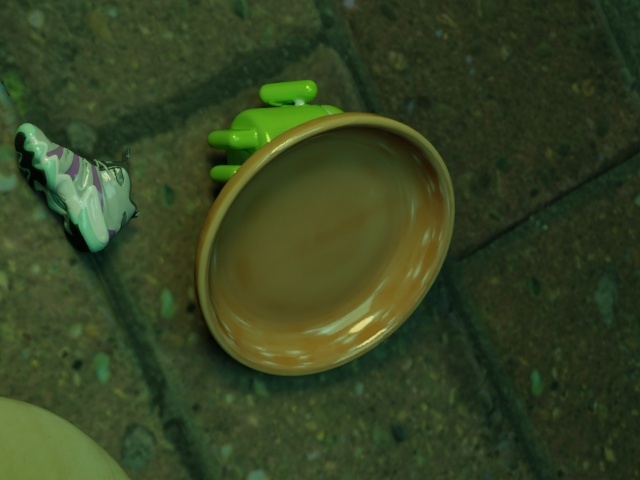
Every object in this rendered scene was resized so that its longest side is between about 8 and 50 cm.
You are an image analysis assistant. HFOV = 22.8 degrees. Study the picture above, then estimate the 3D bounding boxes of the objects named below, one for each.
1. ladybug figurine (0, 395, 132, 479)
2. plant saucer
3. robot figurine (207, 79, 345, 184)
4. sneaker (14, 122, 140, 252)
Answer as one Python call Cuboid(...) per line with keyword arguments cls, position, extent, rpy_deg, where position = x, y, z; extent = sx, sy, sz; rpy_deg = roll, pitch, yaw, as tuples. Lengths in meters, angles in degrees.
Cuboid(cls="ladybug figurine", position=(-0.218, 0.314, 0.912), extent=(0.305, 0.162, 0.449), rpy_deg=(5, 82, -29))
Cuboid(cls="plant saucer", position=(0.000, 0.000, 1.092), extent=(0.200, 0.037, 0.200), rpy_deg=(-16, 125, -25))
Cuboid(cls="robot figurine", position=(-0.020, -0.061, 1.113), extent=(0.115, 0.067, 0.101), rpy_deg=(-7, 94, -30))
Cuboid(cls="sneaker", position=(-0.156, -0.048, 1.055), extent=(0.069, 0.038, 0.098), rpy_deg=(-40, 114, -28))
